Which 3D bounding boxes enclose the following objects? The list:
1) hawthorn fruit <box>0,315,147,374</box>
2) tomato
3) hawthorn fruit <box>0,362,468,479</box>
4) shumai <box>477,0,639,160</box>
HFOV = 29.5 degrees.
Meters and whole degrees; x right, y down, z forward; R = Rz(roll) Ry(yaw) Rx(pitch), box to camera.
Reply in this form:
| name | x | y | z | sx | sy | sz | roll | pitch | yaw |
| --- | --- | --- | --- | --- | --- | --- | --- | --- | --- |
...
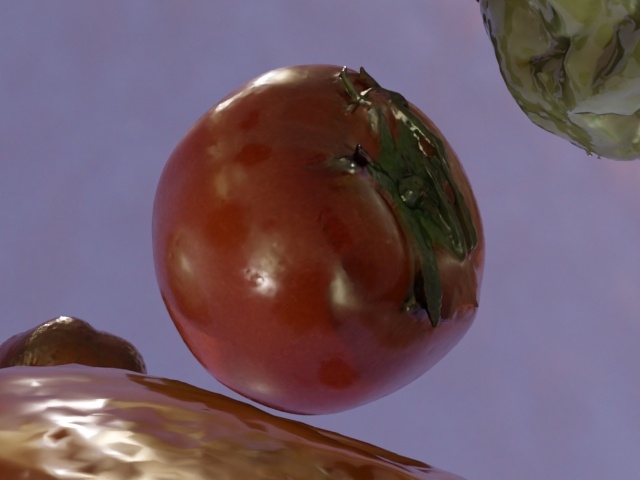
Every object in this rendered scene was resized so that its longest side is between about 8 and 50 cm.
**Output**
| name | x | y | z | sx | sy | sz | roll | pitch | yaw |
| --- | --- | --- | --- | --- | --- | --- | --- | --- | --- |
| hawthorn fruit | -0.250 | 0.176 | 1.142 | 0.163 | 0.162 | 0.203 | 19 | -128 | -11 |
| tomato | 0.000 | 0.000 | 0.880 | 0.256 | 0.224 | 0.255 | 34 | -142 | -31 |
| hawthorn fruit | -0.063 | 0.265 | 0.392 | 0.472 | 0.471 | 0.471 | 18 | -146 | -13 |
| shumai | 0.168 | -0.122 | 0.434 | 0.189 | 0.255 | 0.218 | 30 | -158 | 2 |
